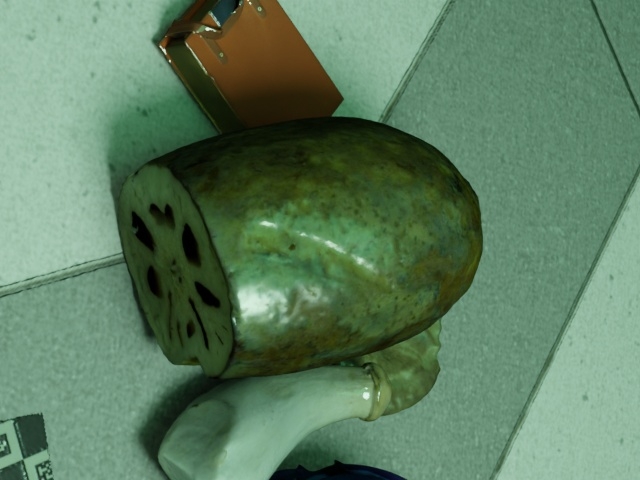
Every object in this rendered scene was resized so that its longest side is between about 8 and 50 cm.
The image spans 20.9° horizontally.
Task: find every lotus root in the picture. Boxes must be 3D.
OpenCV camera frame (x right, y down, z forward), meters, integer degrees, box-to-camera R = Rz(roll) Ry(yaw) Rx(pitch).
[{"bbox_3d":[0.000,0.000,1.683,0.346,0.250,0.250,-9,93,-34],"label":"lotus root"}]

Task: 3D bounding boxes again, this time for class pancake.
[{"bbox_3d":[0.054,0.071,1.869,0.222,0.042,0.236,-5,88,-34],"label":"pancake"}]

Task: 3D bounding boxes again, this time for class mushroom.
[{"bbox_3d":[-0.048,0.177,1.728,0.270,0.118,0.103,-29,146,-38],"label":"mushroom"}]

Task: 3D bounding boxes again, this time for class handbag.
[{"bbox_3d":[-0.070,-0.172,1.769,0.127,0.063,0.190,-54,124,-29],"label":"handbag"}]

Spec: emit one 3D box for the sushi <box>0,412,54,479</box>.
[{"bbox_3d":[-0.299,0.272,1.553,0.193,0.040,0.210,-9,93,-41],"label":"sushi"}]

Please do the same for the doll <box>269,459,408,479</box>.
[{"bbox_3d":[0.009,0.368,1.694,0.310,0.284,0.240,-54,160,-14],"label":"doll"}]
